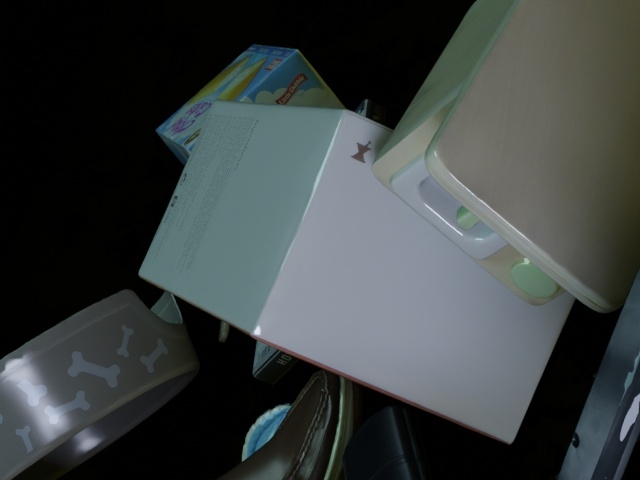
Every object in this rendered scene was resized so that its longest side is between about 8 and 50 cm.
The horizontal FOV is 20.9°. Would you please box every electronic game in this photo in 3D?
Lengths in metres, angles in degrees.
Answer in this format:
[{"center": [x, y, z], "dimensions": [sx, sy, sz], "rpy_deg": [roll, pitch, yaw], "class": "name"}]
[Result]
[{"center": [0.182, 0.070, 0.963], "dimensions": [0.229, 0.048, 0.229], "rpy_deg": [22, -90, -79], "class": "electronic game"}]

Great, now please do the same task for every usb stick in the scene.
[{"center": [0.060, 0.219, 1.239], "dimensions": [0.077, 0.045, 0.278], "rpy_deg": [-51, 23, 20], "class": "usb stick"}]

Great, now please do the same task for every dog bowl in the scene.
[{"center": [-0.279, 0.178, 1.832], "dimensions": [0.349, 0.102, 0.349], "rpy_deg": [-34, -7, -5], "class": "dog bowl"}]

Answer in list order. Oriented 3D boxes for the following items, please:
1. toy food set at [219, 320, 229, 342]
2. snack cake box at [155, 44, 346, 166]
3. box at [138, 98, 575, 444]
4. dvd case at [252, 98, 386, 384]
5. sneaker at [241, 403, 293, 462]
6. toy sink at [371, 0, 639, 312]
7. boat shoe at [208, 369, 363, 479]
[{"center": [-0.086, 0.004, 1.829], "dimensions": [0.132, 0.039, 0.192], "rpy_deg": [-89, 20, -58], "class": "toy food set"}, {"center": [-0.078, -0.124, 1.828], "dimensions": [0.152, 0.089, 0.264], "rpy_deg": [-41, 14, -5], "class": "snack cake box"}, {"center": [0.022, 0.011, 1.328], "dimensions": [0.168, 0.215, 0.345], "rpy_deg": [-67, 19, -2], "class": "box"}, {"center": [0.000, 0.000, 1.676], "dimensions": [0.179, 0.030, 0.238], "rpy_deg": [-47, 27, 42], "class": "dvd case"}, {"center": [-0.038, 0.215, 1.504], "dimensions": [0.073, 0.063, 0.162], "rpy_deg": [49, 119, 50], "class": "sneaker"}, {"center": [0.138, -0.059, 1.112], "dimensions": [0.131, 0.153, 0.234], "rpy_deg": [-38, 17, 53], "class": "toy sink"}, {"center": [-0.049, 0.216, 1.408], "dimensions": [0.095, 0.095, 0.257], "rpy_deg": [-120, 50, -69], "class": "boat shoe"}]
